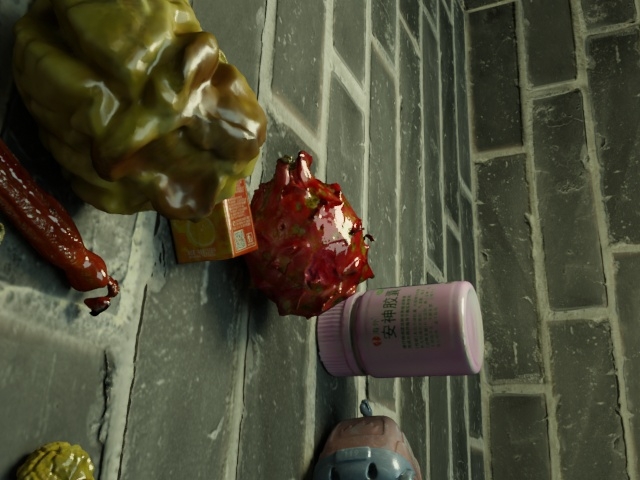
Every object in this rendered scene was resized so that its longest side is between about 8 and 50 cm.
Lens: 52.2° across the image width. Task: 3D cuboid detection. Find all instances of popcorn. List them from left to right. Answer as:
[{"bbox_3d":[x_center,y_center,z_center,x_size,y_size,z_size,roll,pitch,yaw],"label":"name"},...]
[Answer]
[{"bbox_3d":[-0.246,0.238,0.628,0.084,0.084,0.084,-7,90,-66],"label":"popcorn"},{"bbox_3d":[-0.204,-0.170,0.692,0.332,0.225,0.265,66,9,15],"label":"popcorn"}]

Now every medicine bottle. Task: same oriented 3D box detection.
[{"bbox_3d":[0.157,0.177,1.270,0.178,0.291,0.178,-7,90,-66],"label":"medicine bottle"}]

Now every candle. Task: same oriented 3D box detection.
[{"bbox_3d":[-0.299,-0.053,0.634,0.051,0.048,0.329,46,-13,52],"label":"candle"}]

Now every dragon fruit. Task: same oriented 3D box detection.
[{"bbox_3d":[-0.033,-0.007,1.029,0.205,0.210,0.268,-26,113,-35],"label":"dragon fruit"}]

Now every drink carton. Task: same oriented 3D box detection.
[{"bbox_3d":[-0.159,-0.084,0.886,0.071,0.096,0.223,-24,106,-64],"label":"drink carton"}]

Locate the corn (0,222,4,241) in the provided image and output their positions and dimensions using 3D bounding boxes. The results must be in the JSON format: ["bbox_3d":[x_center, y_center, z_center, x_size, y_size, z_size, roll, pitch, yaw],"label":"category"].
[{"bbox_3d":[-0.341,0.051,0.454,0.106,0.106,0.293,62,36,-38],"label":"corn"}]

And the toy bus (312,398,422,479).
[{"bbox_3d":[0.104,0.463,1.218,0.232,0.197,0.294,-74,147,-61],"label":"toy bus"}]
